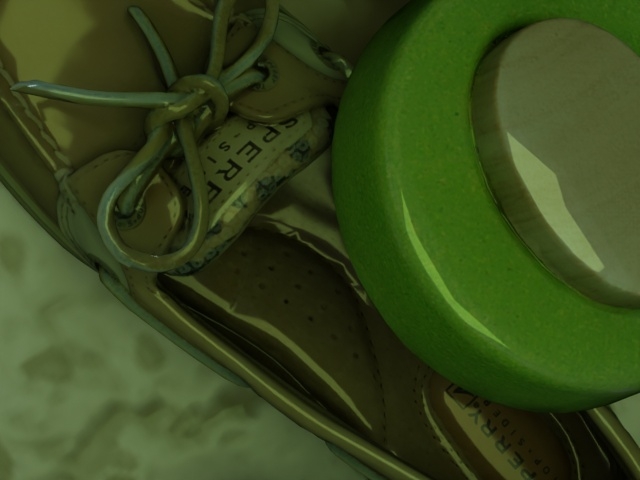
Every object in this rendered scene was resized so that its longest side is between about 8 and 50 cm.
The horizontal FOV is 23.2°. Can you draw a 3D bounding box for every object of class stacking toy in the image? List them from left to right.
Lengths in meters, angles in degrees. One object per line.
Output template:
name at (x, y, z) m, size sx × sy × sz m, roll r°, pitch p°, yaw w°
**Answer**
stacking toy at (0.138, -0.099, 0.435) m, size 0.309 × 0.130 × 0.279 m, roll 1°, pitch 78°, yaw -22°

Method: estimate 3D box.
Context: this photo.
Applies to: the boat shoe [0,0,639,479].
boat shoe at (0.000, 0.000, 0.470) m, size 0.285 × 0.089 × 0.104 m, roll 40°, pitch 84°, yaw -12°
